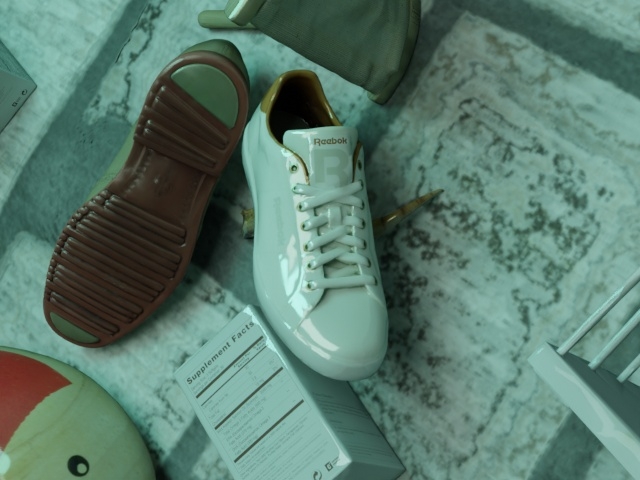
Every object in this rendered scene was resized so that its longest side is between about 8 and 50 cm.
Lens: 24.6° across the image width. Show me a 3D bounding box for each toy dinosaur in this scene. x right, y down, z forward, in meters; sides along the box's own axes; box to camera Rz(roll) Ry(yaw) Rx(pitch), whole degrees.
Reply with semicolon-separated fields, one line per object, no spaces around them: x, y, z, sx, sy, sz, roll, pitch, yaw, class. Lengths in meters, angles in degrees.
0.000;0.000;1.355;0.211;0.064;0.112;1;78;31;toy dinosaur

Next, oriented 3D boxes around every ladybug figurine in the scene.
-0.372;0.250;1.462;0.449;0.162;0.305;0;79;31;ladybug figurine

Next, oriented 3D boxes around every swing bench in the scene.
-0.058;-0.266;1.339;0.255;0.253;0.165;26;93;32;swing bench

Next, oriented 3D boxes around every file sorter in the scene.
0.309;0.112;1.015;0.173;0.278;0.193;-48;59;11;file sorter

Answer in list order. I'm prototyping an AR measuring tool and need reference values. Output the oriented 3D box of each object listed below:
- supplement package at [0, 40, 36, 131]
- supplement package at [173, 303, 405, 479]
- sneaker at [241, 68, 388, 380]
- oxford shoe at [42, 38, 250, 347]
-0.464;-0.166;1.592;0.194;0.203;0.149;-50;59;11;supplement package
-0.029;0.161;1.309;0.105;0.105;0.179;-43;60;16;supplement package
-0.006;-0.023;1.260;0.123;0.106;0.290;114;144;-52;sneaker
-0.161;-0.044;1.453;0.123;0.130;0.348;32;112;-8;oxford shoe
